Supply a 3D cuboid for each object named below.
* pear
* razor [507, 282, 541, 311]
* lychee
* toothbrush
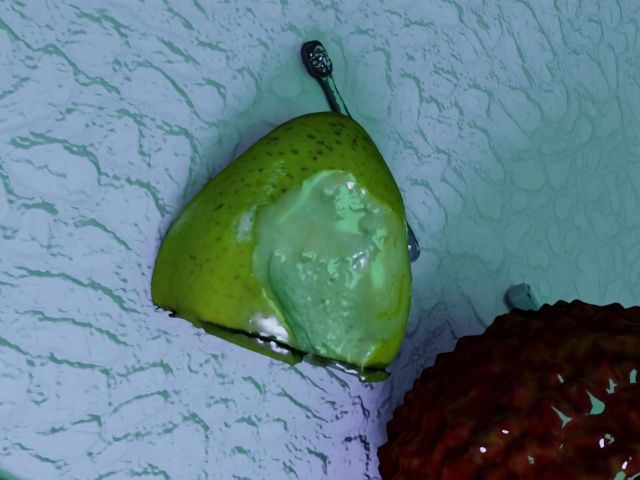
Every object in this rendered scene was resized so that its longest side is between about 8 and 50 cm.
[{"bbox_3d":[0.000,0.000,0.740,0.292,0.159,0.293,1,88,-35],"label":"pear"},{"bbox_3d":[0.356,0.165,1.059,0.278,0.056,0.111,44,31,-21],"label":"razor"},{"bbox_3d":[0.261,0.296,0.796,0.424,0.425,0.500,2,130,-35],"label":"lychee"},{"bbox_3d":[0.053,-0.096,0.848,0.030,0.030,0.297,-29,111,-3],"label":"toothbrush"}]
